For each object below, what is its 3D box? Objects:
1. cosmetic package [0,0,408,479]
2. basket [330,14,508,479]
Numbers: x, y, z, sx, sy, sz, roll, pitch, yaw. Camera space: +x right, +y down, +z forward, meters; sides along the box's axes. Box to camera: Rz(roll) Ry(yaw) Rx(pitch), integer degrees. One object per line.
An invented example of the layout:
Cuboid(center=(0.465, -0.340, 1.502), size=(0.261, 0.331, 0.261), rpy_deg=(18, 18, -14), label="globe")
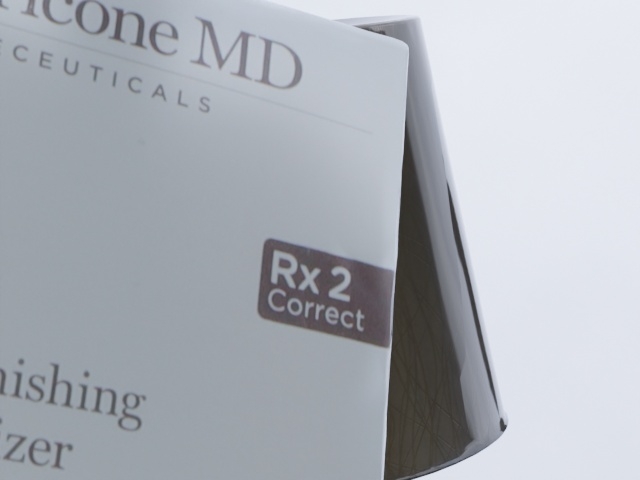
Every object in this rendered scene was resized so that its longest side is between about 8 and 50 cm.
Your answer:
Cuboid(center=(-0.081, 0.036, 0.390), size=(0.151, 0.184, 0.151), rpy_deg=(14, -21, -25), label="cosmetic package")
Cuboid(center=(0.000, 0.000, 0.795), size=(0.204, 0.227, 0.154), rpy_deg=(-11, 12, -34), label="basket")
